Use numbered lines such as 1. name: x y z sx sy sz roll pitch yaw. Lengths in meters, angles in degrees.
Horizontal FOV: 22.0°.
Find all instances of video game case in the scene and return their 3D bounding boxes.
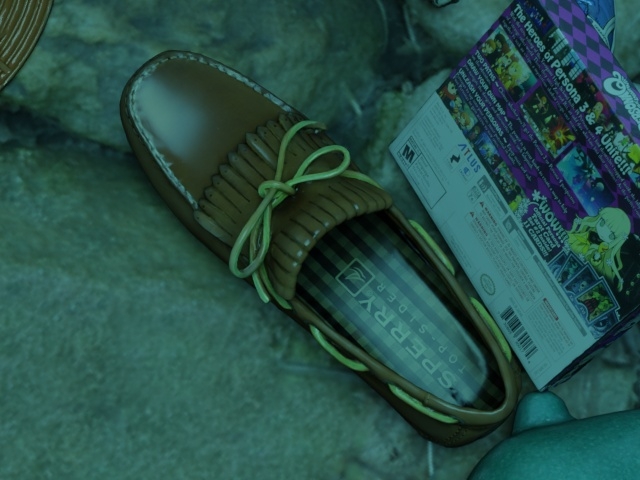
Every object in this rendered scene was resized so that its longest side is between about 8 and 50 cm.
1. video game case: 0.167 -0.037 1.204 0.041 0.210 0.232 -17 68 -39

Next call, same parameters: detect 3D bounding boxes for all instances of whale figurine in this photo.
1. whale figurine: 0.224 0.182 1.199 0.272 0.141 0.216 -34 66 -15

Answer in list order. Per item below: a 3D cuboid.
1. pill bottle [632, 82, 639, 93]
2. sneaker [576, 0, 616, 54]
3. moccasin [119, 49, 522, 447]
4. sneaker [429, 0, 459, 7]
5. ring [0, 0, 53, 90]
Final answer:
1. pill bottle: 0.339 -0.026 1.246 0.264 0.153 0.153 16 79 1
2. sneaker: 0.195 -0.141 1.298 0.080 0.081 0.211 10 77 1
3. moccasin: -0.002 0.002 1.226 0.139 0.147 0.380 -39 83 -9
4. sneaker: 0.184 -0.338 1.320 0.410 0.158 0.182 -40 94 -3
5. ring: -0.377 -0.231 1.314 0.336 0.032 0.337 1 80 -3
